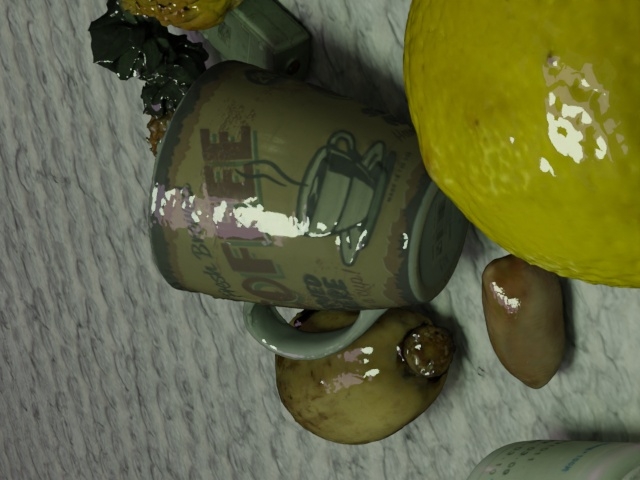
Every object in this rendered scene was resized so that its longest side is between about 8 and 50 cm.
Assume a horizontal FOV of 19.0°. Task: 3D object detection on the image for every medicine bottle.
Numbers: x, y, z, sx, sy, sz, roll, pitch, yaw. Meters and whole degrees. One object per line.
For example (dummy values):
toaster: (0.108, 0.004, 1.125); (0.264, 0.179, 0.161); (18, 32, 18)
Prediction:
medicine bottle: (0.260, 0.263, 1.706); (0.293, 0.170, 0.170); (-9, 107, 61)

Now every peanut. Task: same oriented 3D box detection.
peanut: (0.186, 0.073, 1.760); (0.076, 0.076, 0.152); (30, 144, 44)

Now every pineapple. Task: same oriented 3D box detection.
pineapple: (-0.161, -0.165, 2.028); (0.237, 0.111, 0.119); (62, -178, -27)

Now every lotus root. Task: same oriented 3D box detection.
lotus root: (0.036, 0.131, 1.983); (0.257, 0.140, 0.154); (-21, 103, 55)

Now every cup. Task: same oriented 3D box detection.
cup: (0.000, 0.000, 1.819); (0.257, 0.227, 0.301); (17, 130, 24)

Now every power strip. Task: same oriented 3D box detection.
power strip: (-0.105, -0.246, 1.967); (0.272, 0.052, 0.078); (45, 148, 28)

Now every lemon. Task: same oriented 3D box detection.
lemon: (0.216, -0.118, 1.302); (0.336, 0.336, 0.336); (38, 144, 35)

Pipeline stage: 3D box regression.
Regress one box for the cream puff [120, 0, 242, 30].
cream puff: (-0.142, -0.294, 1.860); (0.189, 0.129, 0.189); (4, 96, 40)
